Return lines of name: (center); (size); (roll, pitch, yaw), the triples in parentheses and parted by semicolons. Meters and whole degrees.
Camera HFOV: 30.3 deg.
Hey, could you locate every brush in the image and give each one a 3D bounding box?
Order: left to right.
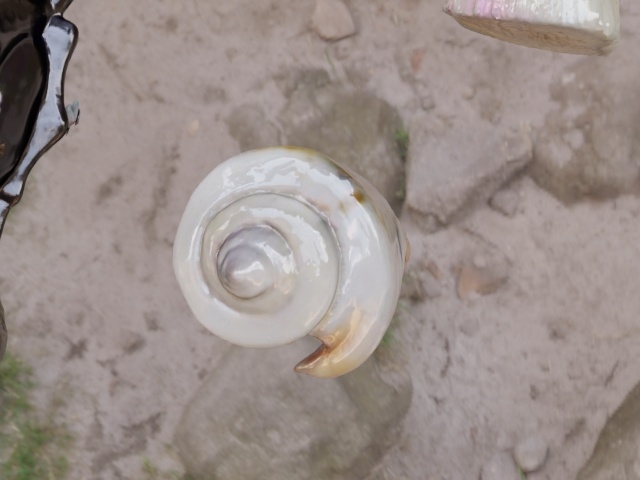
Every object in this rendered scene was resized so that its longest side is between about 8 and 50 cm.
brush: (0.159, -0.276, 1.069); (0.267, 0.174, 0.166); (16, 94, 5)

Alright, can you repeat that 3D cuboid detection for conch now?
conch: (0.006, -0.007, 0.814); (0.158, 0.255, 0.127); (43, 122, 4)

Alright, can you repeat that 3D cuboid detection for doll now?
doll: (-0.189, -0.041, 0.616); (0.127, 0.088, 0.248); (14, 83, 64)

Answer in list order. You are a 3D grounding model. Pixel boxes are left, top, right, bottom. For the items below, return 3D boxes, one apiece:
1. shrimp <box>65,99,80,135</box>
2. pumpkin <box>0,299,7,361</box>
shrimp: (-0.344, -0.205, 0.848); (0.166, 0.221, 0.410); (-34, 81, 3)
pumpkin: (-0.396, 0.055, 1.151); (0.157, 0.223, 0.223); (-29, 61, -1)
